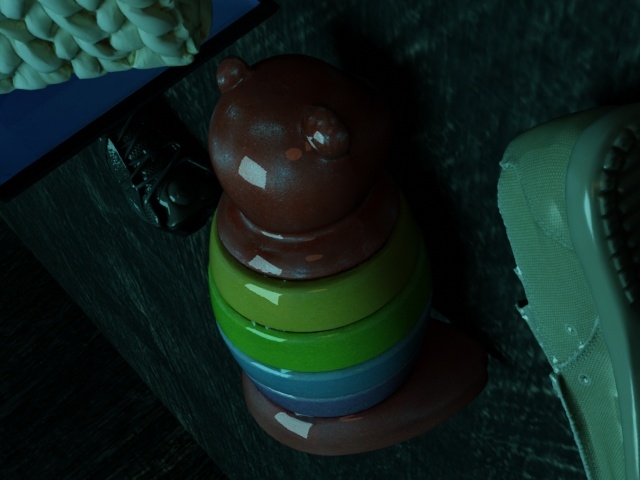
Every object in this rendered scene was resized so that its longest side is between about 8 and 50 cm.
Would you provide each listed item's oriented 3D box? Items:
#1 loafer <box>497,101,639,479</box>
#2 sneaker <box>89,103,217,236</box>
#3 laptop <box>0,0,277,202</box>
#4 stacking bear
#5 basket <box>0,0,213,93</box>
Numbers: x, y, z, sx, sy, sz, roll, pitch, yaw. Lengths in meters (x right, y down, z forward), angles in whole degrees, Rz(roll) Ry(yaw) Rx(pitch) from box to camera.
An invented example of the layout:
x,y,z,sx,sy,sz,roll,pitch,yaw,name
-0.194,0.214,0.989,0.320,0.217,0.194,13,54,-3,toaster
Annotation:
x,y,z,sx,sy,sz,roll,pitch,yaw,name
0.156,0.045,0.669,0.092,0.102,0.268,31,144,53,loafer
-0.166,-0.090,1.250,0.130,0.087,0.227,28,154,50,sneaker
-0.206,-0.200,0.871,0.264,0.234,0.136,59,161,-22,laptop
0.000,0.000,0.892,0.175,0.164,0.289,39,154,36,stacking bear
-0.206,-0.233,0.471,0.331,0.266,0.328,64,-163,-77,basket
